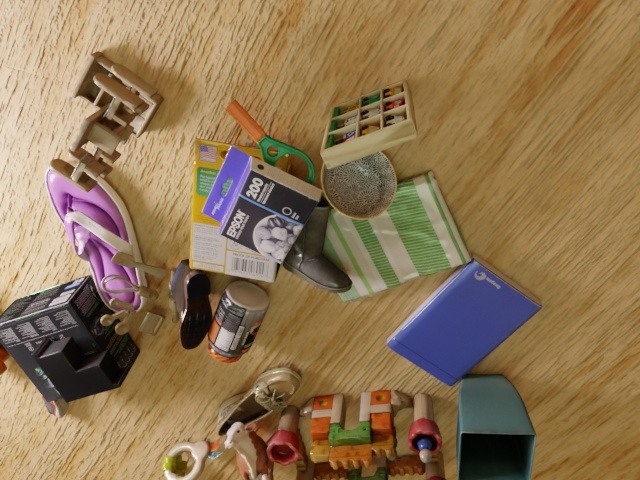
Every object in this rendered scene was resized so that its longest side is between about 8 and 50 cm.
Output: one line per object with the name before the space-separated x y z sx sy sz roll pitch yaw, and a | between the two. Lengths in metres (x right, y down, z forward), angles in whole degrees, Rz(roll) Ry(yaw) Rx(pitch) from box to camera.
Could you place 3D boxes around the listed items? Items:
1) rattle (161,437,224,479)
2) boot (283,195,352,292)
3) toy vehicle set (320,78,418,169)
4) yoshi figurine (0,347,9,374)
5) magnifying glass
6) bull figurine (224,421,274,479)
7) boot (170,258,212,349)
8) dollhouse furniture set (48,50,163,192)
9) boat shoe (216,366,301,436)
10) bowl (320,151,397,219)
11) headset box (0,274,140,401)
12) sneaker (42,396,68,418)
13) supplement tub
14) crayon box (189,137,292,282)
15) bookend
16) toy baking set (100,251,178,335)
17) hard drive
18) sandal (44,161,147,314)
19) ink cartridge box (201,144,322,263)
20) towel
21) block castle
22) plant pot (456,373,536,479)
rattle | -0.351 0.655 1.781 0.200 0.130 0.142 -31 125 -7
boot | 0.000 0.001 1.340 0.190 0.076 0.208 22 124 12
toy vehicle set | 0.092 -0.225 1.135 0.166 0.266 0.035 -18 116 15
yoshi figurine | -0.991 0.232 1.559 0.204 0.203 0.362 -21 111 24
magnifying glass | -0.102 -0.189 1.225 0.092 0.026 0.231 -39 105 17
bull figurine | -0.178 0.606 1.627 0.101 0.188 0.310 -14 149 0
boot | -0.317 0.153 1.477 0.082 0.106 0.219 -2 117 -31
dollhouse furniture set | -0.439 -0.258 1.193 0.161 0.242 0.212 34 116 -11
boat shoe | -0.166 0.441 1.627 0.285 0.089 0.104 -39 108 23
bowl | 0.069 -0.119 1.286 0.170 0.080 0.170 3 79 -18
headset box | -0.646 0.265 1.565 0.247 0.131 0.283 -18 115 15
sneaker | -0.767 0.443 1.719 0.065 0.061 0.157 10 119 8
supplement tub | -0.207 0.203 1.488 0.117 0.117 0.190 22 119 -5
crayon box | -0.178 -0.074 1.353 0.203 0.083 0.322 10 120 1
bookend | -0.575 0.293 1.458 0.156 0.072 0.157 -19 114 14
toy baking set | -0.433 0.138 1.473 0.197 0.030 0.256 -8 122 -31
hard drive | 0.342 0.202 1.465 0.210 0.040 0.318 34 117 -11
sandal | -0.520 0.010 1.428 0.170 0.102 0.416 -14 116 13
ink cartridge box | -0.131 -0.068 1.257 0.208 0.045 0.206 26 131 -7
towel | 0.149 0.001 1.384 0.325 0.038 0.247 -21 113 19
block castle | 0.108 0.589 1.607 0.454 0.212 0.302 -8 117 11
plant pot | 0.411 0.441 1.477 0.166 0.234 0.165 -1 119 7
